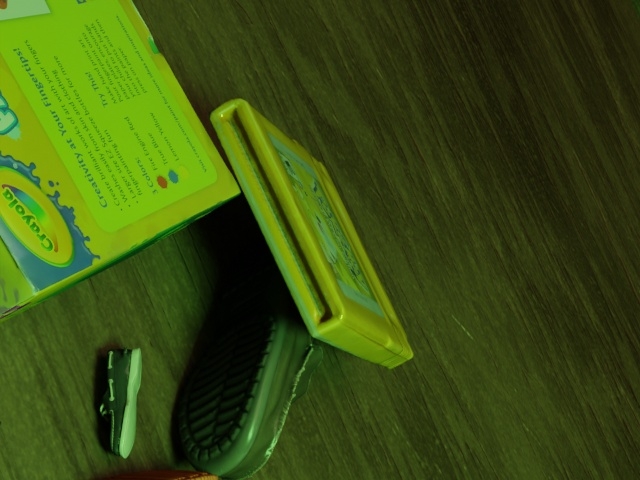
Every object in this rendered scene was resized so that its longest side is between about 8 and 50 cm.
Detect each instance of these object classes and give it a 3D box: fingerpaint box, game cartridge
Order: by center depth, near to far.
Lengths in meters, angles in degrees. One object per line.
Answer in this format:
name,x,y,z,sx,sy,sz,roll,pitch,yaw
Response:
fingerpaint box,-0.335,-0.160,1.673,0.445,0.163,0.371,60,33,-1
game cartridge,0.000,0.000,1.906,0.285,0.052,0.323,64,12,17

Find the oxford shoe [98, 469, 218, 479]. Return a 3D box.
oxford shoe,-0.196,0.289,1.614,0.271,0.097,0.098,-15,99,-52

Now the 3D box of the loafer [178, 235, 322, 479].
loafer,-0.050,0.136,1.853,0.130,0.134,0.366,46,36,-24

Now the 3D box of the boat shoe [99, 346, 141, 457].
boat shoe,-0.209,0.166,1.711,0.046,0.038,0.125,86,5,-60
